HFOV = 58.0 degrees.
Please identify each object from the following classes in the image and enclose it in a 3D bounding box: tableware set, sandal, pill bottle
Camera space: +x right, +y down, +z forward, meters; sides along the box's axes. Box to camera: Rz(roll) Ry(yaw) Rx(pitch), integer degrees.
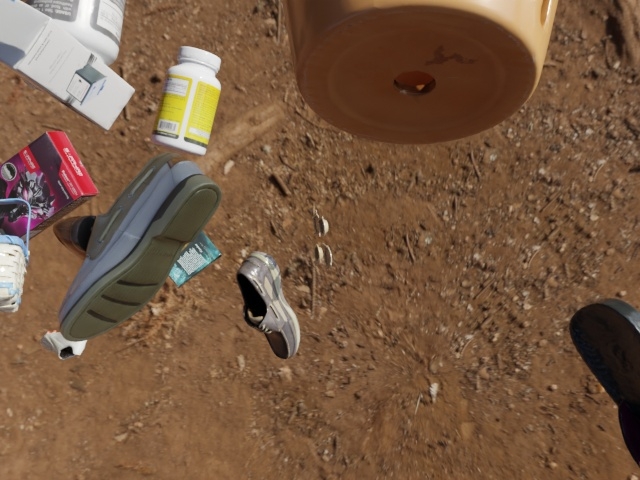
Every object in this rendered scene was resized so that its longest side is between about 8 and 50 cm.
[{"bbox_3d":[0.000,0.000,1.592,0.020,0.141,0.168,-6,92,-16],"label":"tableware set"},{"bbox_3d":[0.524,0.300,0.875,0.107,0.167,0.446,-19,64,-28],"label":"sandal"},{"bbox_3d":[-0.443,-0.465,1.945,0.188,0.188,0.334,15,92,13],"label":"pill bottle"},{"bbox_3d":[-0.549,-0.514,1.293,0.204,0.204,0.361,6,85,11],"label":"pill bottle"}]

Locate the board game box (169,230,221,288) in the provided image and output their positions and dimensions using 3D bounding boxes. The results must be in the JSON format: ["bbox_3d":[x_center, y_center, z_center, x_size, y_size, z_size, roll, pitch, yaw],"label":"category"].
[{"bbox_3d":[-0.335,0.001,1.330,0.126,0.026,0.186,-38,85,-18],"label":"board game box"}]

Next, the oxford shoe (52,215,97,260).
[{"bbox_3d":[-0.332,0.021,0.915,0.076,0.212,0.076,5,61,27],"label":"oxford shoe"}]

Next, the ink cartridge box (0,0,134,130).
[{"bbox_3d":[-0.371,-0.245,0.790,0.139,0.191,0.082,32,88,18],"label":"ink cartridge box"}]

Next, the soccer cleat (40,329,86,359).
[{"bbox_3d":[-0.667,0.270,1.485,0.196,0.068,0.076,-18,56,37],"label":"soccer cleat"}]

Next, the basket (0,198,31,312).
[{"bbox_3d":[-0.832,0.031,1.376,0.255,0.201,0.289,-2,70,-23],"label":"basket"}]

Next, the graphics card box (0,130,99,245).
[{"bbox_3d":[-0.922,-0.156,1.847,0.371,0.094,0.233,-29,91,15],"label":"graphics card box"}]

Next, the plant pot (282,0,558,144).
[{"bbox_3d":[0.084,-0.221,0.514,0.291,0.291,0.203,2,71,10],"label":"plant pot"}]

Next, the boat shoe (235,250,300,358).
[{"bbox_3d":[-0.171,0.209,1.715,0.132,0.130,0.355,-2,114,41],"label":"boat shoe"}]

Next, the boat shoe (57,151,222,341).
[{"bbox_3d":[-0.271,0.009,0.825,0.302,0.113,0.103,-48,66,1],"label":"boat shoe"}]
